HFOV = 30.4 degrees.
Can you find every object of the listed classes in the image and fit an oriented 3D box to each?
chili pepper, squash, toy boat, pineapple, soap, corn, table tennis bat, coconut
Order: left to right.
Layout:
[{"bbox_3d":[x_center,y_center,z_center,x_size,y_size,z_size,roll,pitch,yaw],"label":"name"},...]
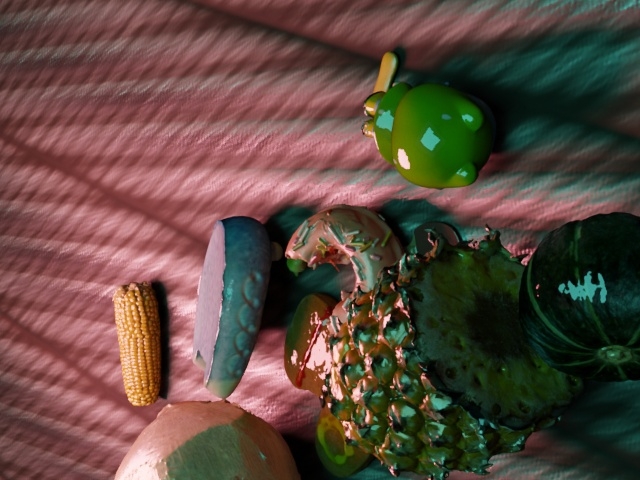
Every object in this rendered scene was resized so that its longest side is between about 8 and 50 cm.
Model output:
[{"bbox_3d":[-0.372,0.212,2.428,0.091,0.091,0.260,-142,47,-69],"label":"corn"},{"bbox_3d":[-0.201,0.456,2.108,0.346,0.346,0.360,-38,78,44],"label":"coconut"},{"bbox_3d":[-0.147,0.115,2.145,0.215,0.123,0.330,-135,52,-69],"label":"toy boat"},{"bbox_3d":[-0.001,-0.001,2.030,0.208,0.043,0.049,-38,58,43],"label":"chili pepper"},{"bbox_3d":[0.104,-0.259,1.888,0.034,0.012,0.089,37,123,35],"label":"soap"},{"bbox_3d":[0.165,0.016,1.880,0.156,0.013,0.087,-7,95,45],"label":"table tennis bat"},{"bbox_3d":[0.181,0.174,1.681,0.300,0.352,0.352,-41,68,53],"label":"pineapple"},{"bbox_3d":[0.378,0.078,1.504,0.252,0.252,0.165,-32,41,45],"label":"squash"}]

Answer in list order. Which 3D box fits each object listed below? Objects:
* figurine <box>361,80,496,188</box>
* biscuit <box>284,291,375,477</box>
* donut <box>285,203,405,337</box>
[{"bbox_3d":[0.154,-0.163,1.773,0.263,0.143,0.162,26,110,53],"label":"figurine"},{"bbox_3d":[0.016,0.256,2.054,0.277,0.052,0.262,49,129,28],"label":"biscuit"},{"bbox_3d":[0.045,0.049,1.924,0.199,0.085,0.233,-40,72,32],"label":"donut"}]
